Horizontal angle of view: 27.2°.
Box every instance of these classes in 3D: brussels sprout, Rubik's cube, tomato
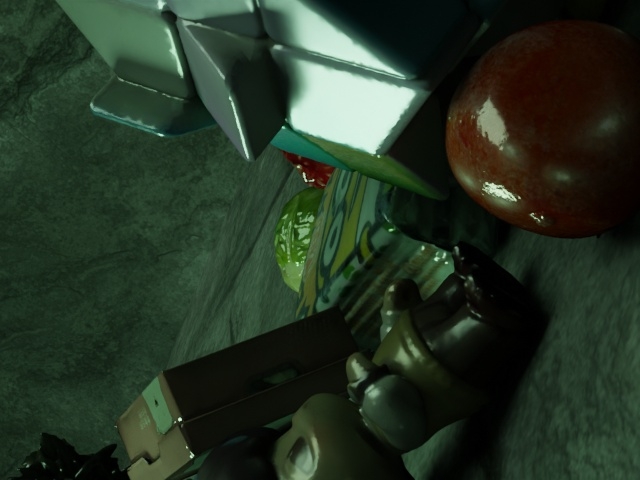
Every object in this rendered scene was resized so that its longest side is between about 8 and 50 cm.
[{"bbox_3d":[-0.004,-0.001,1.778,0.155,0.117,0.155,-60,11,20],"label":"brussels sprout"},{"bbox_3d":[0.006,-0.216,1.091,0.358,0.387,0.368,-52,1,-30],"label":"Rubik's cube"},{"bbox_3d":[0.167,-0.081,0.947,0.167,0.167,0.167,-161,90,-80],"label":"tomato"}]

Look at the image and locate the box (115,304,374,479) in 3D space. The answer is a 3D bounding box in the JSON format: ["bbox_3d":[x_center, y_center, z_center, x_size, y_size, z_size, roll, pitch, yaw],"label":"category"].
[{"bbox_3d":[-0.079,0.161,1.320,0.086,0.215,0.215,65,152,11],"label":"box"}]

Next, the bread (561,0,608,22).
[{"bbox_3d":[0.219,-0.292,1.227,0.233,0.088,0.161,-117,50,-74],"label":"bread"}]

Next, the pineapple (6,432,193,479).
[{"bbox_3d":[-0.171,0.333,1.419,0.202,0.362,0.202,-59,8,13],"label":"pineapple"}]

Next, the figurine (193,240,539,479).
[{"bbox_3d":[0.021,0.168,1.101,0.365,0.206,0.218,-66,26,18],"label":"figurine"}]

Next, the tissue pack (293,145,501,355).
[{"bbox_3d":[0.079,-0.025,1.351,0.311,0.128,0.228,125,160,-57],"label":"tissue pack"}]

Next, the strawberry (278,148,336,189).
[{"bbox_3d":[0.035,-0.183,1.679,0.220,0.274,0.274,-23,30,17],"label":"strawberry"}]
